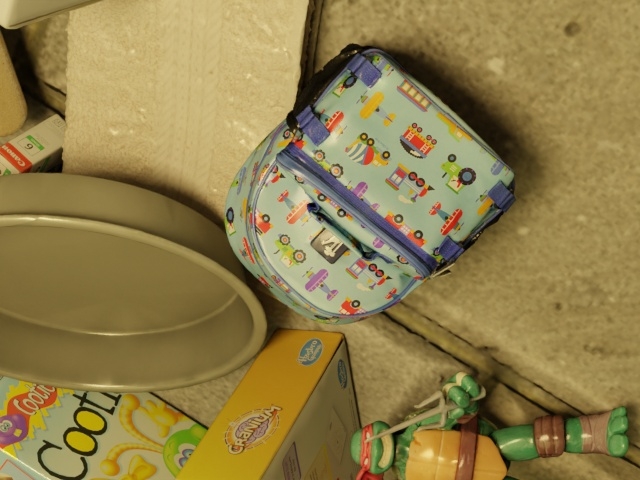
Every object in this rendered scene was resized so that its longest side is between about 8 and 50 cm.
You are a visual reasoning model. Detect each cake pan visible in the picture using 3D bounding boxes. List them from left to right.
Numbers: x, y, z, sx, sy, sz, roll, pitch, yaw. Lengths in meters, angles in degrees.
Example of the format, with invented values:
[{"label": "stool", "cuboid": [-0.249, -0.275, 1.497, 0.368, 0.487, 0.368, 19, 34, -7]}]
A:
[{"label": "cake pan", "cuboid": [-0.185, 0.037, 0.982, 0.293, 0.054, 0.293, 3, 150, 2]}]

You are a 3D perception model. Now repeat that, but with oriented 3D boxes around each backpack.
[{"label": "backpack", "cuboid": [0.023, -0.025, 0.847, 0.158, 0.117, 0.173, 44, 94, -8]}]

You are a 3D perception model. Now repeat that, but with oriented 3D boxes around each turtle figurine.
[{"label": "turtle figurine", "cuboid": [0.108, 0.171, 0.960, 0.234, 0.118, 0.175, 5, 109, 3]}]

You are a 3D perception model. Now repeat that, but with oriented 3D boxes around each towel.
[{"label": "towel", "cuboid": [-0.099, -0.123, 0.918, 0.187, 0.049, 0.282, 17, 126, 12]}]

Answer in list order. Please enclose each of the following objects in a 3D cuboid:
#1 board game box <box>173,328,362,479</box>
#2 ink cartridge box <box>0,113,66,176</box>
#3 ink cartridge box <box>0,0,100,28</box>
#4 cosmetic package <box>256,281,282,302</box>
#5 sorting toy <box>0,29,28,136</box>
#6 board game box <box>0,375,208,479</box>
[{"label": "board game box", "cuboid": [-0.046, 0.255, 0.972, 0.064, 0.316, 0.242, 3, 122, 23]}, {"label": "ink cartridge box", "cuboid": [-0.241, -0.050, 0.985, 0.029, 0.115, 0.063, 42, 129, 2]}, {"label": "ink cartridge box", "cuboid": [-0.229, -0.302, 0.772, 0.289, 0.121, 0.211, 38, 129, 16]}, {"label": "cosmetic package", "cuboid": [0.000, 0.000, 0.959, 0.060, 0.041, 0.115, 29, 128, 2]}, {"label": "sorting toy", "cuboid": [-0.337, -0.139, 0.996, 0.229, 0.041, 0.307, 7, 126, 32]}, {"label": "board game box", "cuboid": [-0.182, 0.230, 1.127, 0.275, 0.142, 0.144, 32, 129, 1]}]
